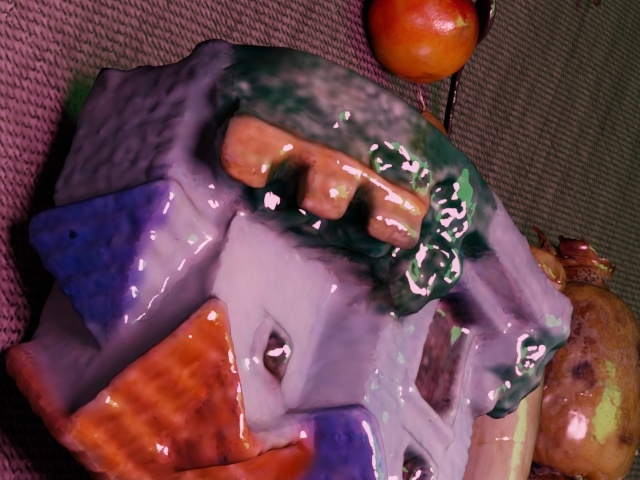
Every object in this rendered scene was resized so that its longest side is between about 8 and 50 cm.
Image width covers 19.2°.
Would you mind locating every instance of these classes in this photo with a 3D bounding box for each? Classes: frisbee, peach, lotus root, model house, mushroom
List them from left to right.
[{"bbox_3d":[-0.045,0.099,1.110,0.295,0.252,0.329,54,44,-37],"label":"model house"},{"bbox_3d":[0.089,-0.182,1.597,0.101,0.101,0.100,23,64,-61],"label":"peach"},{"bbox_3d":[0.124,-0.150,1.692,0.211,0.012,0.187,-104,-157,-76],"label":"frisbee"},{"bbox_3d":[0.150,0.155,1.651,0.107,0.087,0.333,116,-14,-68],"label":"mushroom"},{"bbox_3d":[0.239,0.115,1.781,0.154,0.154,0.278,48,40,-50],"label":"lotus root"}]

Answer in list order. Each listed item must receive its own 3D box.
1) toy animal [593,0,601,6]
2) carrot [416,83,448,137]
[{"bbox_3d":[0.305,-0.384,2.142,0.099,0.057,0.241,24,64,-53],"label":"toy animal"},{"bbox_3d":[0.101,0.003,1.624,0.078,0.078,0.298,27,56,-60],"label":"carrot"}]
